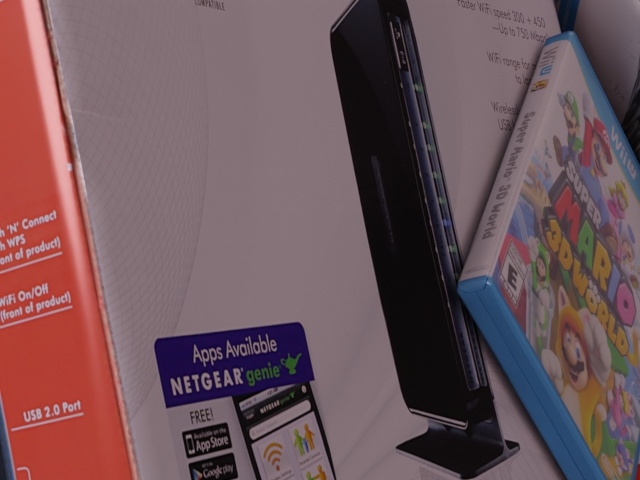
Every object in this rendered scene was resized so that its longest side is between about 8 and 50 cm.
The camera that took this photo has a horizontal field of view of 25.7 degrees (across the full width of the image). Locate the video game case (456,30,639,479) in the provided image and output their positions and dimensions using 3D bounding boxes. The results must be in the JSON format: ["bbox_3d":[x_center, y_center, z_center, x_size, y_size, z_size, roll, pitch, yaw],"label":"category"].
[{"bbox_3d":[0.102,0.009,0.543,0.119,0.015,0.166,57,35,-25],"label":"video game case"}]

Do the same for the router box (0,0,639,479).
[{"bbox_3d":[0.000,0.000,0.480,0.335,0.082,0.301,-3,80,-58],"label":"router box"}]

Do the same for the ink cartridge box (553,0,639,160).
[{"bbox_3d":[0.197,-0.085,0.606,0.140,0.082,0.190,-18,59,-14],"label":"ink cartridge box"}]
